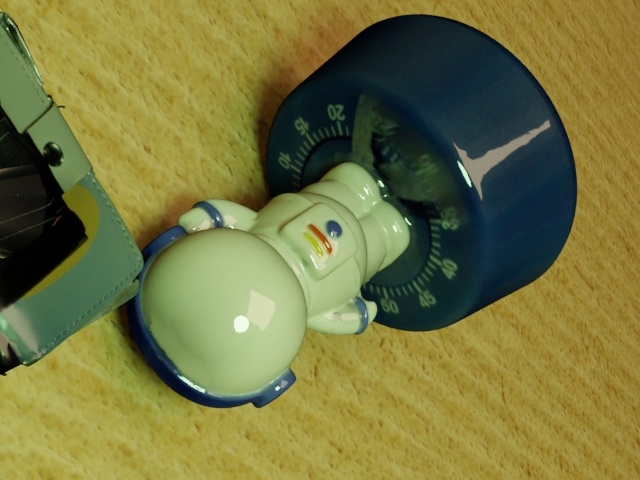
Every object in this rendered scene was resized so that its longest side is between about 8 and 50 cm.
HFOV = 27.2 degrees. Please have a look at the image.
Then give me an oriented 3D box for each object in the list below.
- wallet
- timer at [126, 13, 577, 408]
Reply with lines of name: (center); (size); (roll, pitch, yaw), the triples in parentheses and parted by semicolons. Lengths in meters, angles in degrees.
wallet: (-0.217, -0.039, 0.892); (0.170, 0.069, 0.231); (-40, 111, -48)
timer: (0.000, 0.000, 1.077); (0.384, 0.270, 0.270); (-34, 108, -38)
